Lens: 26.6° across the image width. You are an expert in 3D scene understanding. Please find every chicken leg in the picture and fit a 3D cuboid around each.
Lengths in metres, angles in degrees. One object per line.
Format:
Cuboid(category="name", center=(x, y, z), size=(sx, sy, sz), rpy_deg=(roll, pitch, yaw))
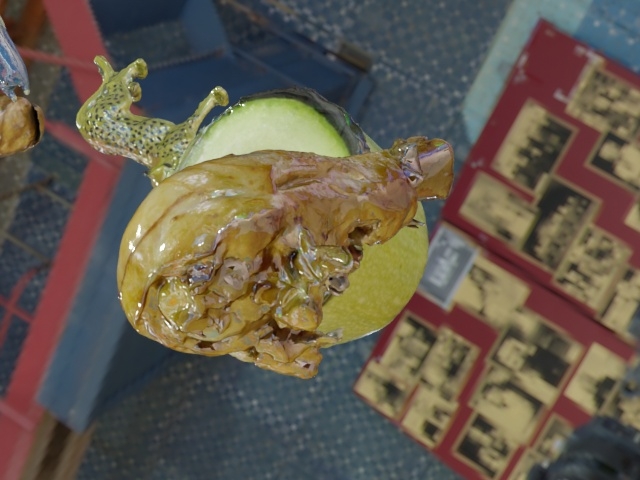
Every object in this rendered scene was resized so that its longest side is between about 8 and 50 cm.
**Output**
Cuboid(category="chicken leg", center=(-0.002, -0.003, 0.660), size=(0.207, 0.101, 0.085), rpy_deg=(-22, -40, -39))

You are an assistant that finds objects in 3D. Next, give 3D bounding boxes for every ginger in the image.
Cuboid(category="ginger", center=(-0.437, -0.145, 1.486), size=(0.309, 0.133, 0.107), rpy_deg=(10, -112, -63))

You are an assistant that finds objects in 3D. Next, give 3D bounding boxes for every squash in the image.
Cuboid(category="squash", center=(-0.030, -0.015, 1.162), size=(0.220, 0.220, 0.133), rpy_deg=(-60, -27, 2))

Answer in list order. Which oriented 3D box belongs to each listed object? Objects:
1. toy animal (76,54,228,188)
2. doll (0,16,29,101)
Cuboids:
Cuboid(category="toy animal", center=(-0.178, -0.111, 1.321), size=(0.136, 0.181, 0.073), rpy_deg=(-51, -21, -39))
Cuboid(category="doll", center=(-0.288, -0.182, 1.189), size=(0.037, 0.125, 0.027), rpy_deg=(-23, 4, 29))
